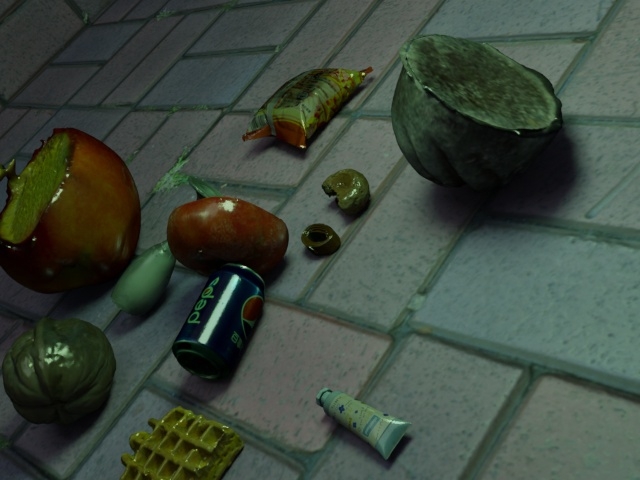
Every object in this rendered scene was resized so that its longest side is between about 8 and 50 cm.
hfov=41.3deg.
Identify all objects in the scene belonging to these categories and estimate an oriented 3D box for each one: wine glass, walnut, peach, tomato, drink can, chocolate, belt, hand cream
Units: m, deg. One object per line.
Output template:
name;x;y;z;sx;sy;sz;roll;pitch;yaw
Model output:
wine glass;-0.283;0.024;1.843;0.096;0.264;0.310;41;103;22
walnut;-0.507;0.248;1.651;0.224;0.224;0.224;-23;36;19
peach;-0.582;-0.050;1.975;0.335;0.310;0.406;-30;41;17
tomato;-0.180;0.012;1.636;0.236;0.236;0.095;-13;57;30
drink can;-0.182;0.146;1.555;0.118;0.118;0.205;-7;45;36
chocolate;0.244;-0.194;1.472;0.303;0.303;0.213;-89;16;-49
belt;0.000;0.000;1.641;0.083;0.036;0.059;14;65;49
hand cream;0.058;0.266;1.271;0.170;0.043;0.065;21;69;46

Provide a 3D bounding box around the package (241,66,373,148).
package;-0.034;-0.327;1.995;0.223;0.108;0.288;10;53;45

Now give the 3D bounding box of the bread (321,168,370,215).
bread;0.058;-0.097;1.682;0.082;0.060;0.113;-36;36;1

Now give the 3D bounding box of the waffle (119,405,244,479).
waffle;-0.265;0.382;1.403;0.219;0.057;0.229;10;56;47
